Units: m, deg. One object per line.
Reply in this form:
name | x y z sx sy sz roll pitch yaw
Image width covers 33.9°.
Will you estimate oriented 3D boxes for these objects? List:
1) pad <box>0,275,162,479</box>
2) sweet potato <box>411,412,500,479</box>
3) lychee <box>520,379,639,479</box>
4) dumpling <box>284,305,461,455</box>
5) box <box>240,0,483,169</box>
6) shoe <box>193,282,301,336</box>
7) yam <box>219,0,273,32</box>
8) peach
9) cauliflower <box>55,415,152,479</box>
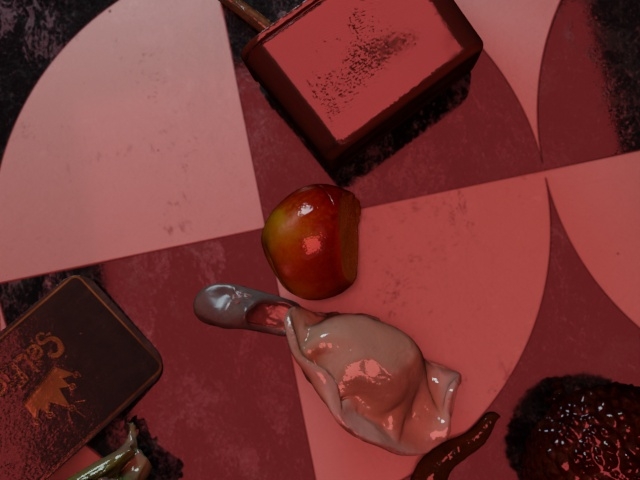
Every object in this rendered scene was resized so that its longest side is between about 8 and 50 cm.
pad | -0.491 0.221 1.778 0.315 0.063 0.375 46 69 2
sweet potato | 0.211 0.381 1.791 0.069 0.059 0.249 41 86 -14
lychee | 0.445 0.344 1.674 0.264 0.264 0.300 -33 52 1
dumpling | 0.069 0.240 1.721 0.318 0.187 0.242 20 45 -10
box | 0.076 -0.304 1.761 0.339 0.239 0.229 -36 87 0
shoe | -0.127 0.121 1.822 0.195 0.078 0.079 11 87 1
yam | -0.123 -0.400 1.882 0.145 0.032 0.032 38 89 7
peach | 0.000 0.000 1.771 0.192 0.190 0.190 -34 84 -3
cauliflower | -0.357 0.438 1.765 0.239 0.256 0.315 24 58 9
